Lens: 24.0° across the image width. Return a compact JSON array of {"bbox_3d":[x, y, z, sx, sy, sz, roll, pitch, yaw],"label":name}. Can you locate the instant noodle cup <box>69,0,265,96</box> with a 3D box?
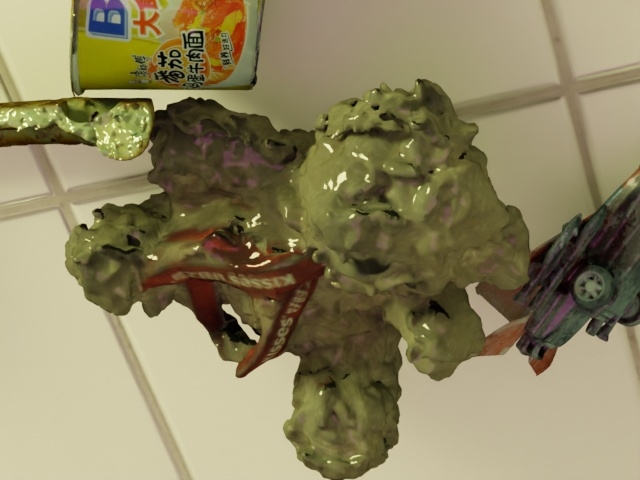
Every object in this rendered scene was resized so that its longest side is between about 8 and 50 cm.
[{"bbox_3d":[-0.119,-0.212,1.233,0.153,0.205,0.205,4,122,-4],"label":"instant noodle cup"}]

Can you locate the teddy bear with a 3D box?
[{"bbox_3d":[0.000,0.000,1.271,0.357,0.224,0.367,39,146,-4],"label":"teddy bear"}]

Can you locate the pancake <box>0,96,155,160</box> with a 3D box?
[{"bbox_3d":[-0.266,-0.095,1.297,0.376,0.197,0.054,3,98,49],"label":"pancake"}]

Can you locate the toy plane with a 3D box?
[{"bbox_3d":[0.272,-0.007,1.324,0.326,0.104,0.223,-45,149,16],"label":"toy plane"}]
